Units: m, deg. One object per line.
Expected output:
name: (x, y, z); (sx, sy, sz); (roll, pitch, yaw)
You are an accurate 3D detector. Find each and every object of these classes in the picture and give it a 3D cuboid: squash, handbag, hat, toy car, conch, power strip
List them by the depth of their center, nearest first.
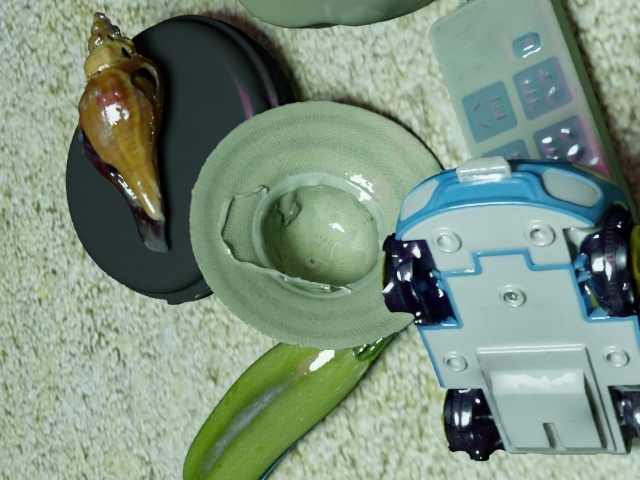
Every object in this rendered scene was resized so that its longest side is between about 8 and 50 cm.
toy car: (0.175, 0.047, 0.913); (0.198, 0.166, 0.314); (-6, 128, 26)
power strip: (0.185, -0.102, 1.018); (0.118, 0.046, 0.270); (-23, 80, 34)
hat: (0.000, 0.000, 1.106); (0.252, 0.252, 0.110); (59, 162, 16)
conch: (-0.197, -0.105, 1.147); (0.086, 0.080, 0.233); (12, 102, 41)
squash: (-0.041, 0.158, 1.170); (0.341, 0.094, 0.094); (-47, 68, 30)
handbag: (-0.142, -0.080, 1.218); (0.254, 0.093, 0.308); (46, 117, 21)

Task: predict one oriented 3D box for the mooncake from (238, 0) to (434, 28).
mooncake: (0.022, -0.322, 1.061); (0.275, 0.135, 0.275); (6, 101, 34)
